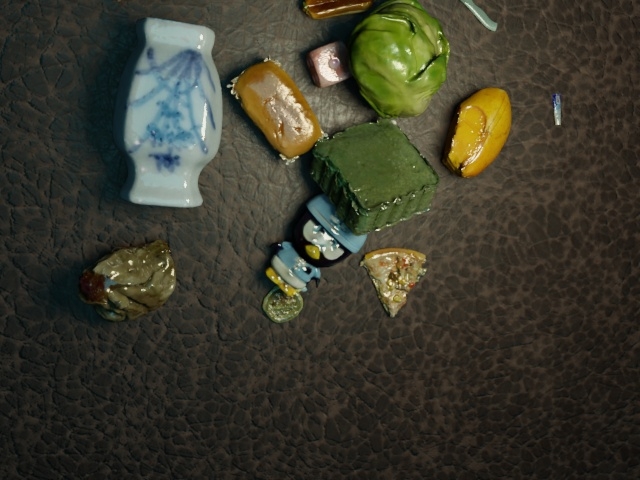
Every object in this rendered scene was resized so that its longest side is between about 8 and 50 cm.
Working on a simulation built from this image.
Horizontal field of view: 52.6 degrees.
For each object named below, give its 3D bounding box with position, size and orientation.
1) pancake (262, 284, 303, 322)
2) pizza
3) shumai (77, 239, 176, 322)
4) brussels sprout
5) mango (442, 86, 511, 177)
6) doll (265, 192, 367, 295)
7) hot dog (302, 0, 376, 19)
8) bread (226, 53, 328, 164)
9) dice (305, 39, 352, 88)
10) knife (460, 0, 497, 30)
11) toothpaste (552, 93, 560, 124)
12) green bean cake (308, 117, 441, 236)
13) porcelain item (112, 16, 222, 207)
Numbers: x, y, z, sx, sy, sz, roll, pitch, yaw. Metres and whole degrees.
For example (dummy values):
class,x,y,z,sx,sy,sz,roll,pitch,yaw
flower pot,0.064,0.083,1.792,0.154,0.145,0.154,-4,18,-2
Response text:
class,x,y,z,sx,sy,sz,roll,pitch,yaw
pancake,-0.099,0.168,1.702,0.108,0.017,0.108,-1,98,-10
pizza,0.196,0.116,1.735,0.185,0.052,0.195,-1,102,-8
shumai,-0.450,0.109,1.529,0.218,0.185,0.183,-17,105,-8
brussels sprout,0.182,-0.425,1.504,0.227,0.259,0.294,-6,140,23
mango,0.401,-0.279,1.657,0.154,0.126,0.252,30,87,-5
doll,0.000,0.000,1.624,0.177,0.141,0.314,43,94,-7
hot dog,0.047,-0.577,1.556,0.188,0.055,0.072,-13,107,-9
bread,-0.101,-0.314,1.555,0.136,0.107,0.241,-37,106,1
dice,0.023,-0.425,1.563,0.094,0.091,0.093,-22,105,-8
knife,0.372,-0.606,1.637,0.210,0.015,0.028,39,99,-15
toothpaste,0.639,-0.353,1.746,0.024,0.015,0.083,-7,97,-9
green bean cake,0.125,-0.157,1.555,0.241,0.132,0.255,-26,64,-22
porcelain item,-0.344,-0.284,1.473,0.243,0.178,0.405,5,101,-13
